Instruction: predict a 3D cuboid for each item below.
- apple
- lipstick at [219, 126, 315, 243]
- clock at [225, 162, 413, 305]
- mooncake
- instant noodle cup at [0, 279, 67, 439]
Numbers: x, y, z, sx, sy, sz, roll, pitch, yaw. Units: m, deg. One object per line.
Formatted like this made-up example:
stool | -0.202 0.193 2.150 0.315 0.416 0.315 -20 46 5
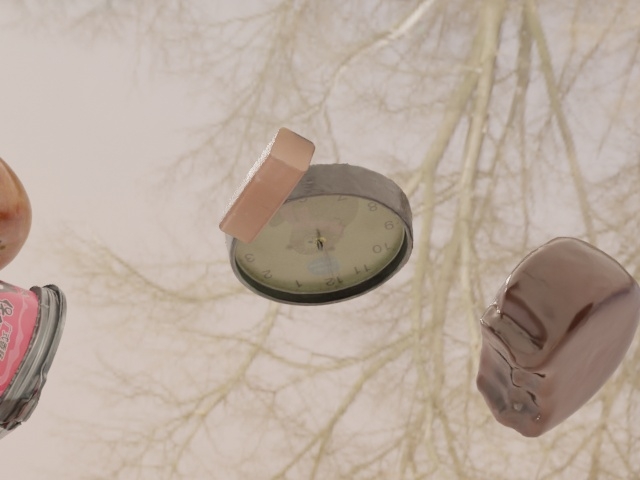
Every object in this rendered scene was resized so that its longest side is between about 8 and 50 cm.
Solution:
apple | -0.598 -0.054 1.632 0.254 0.253 0.253 8 -152 -4
lipstick | -0.057 -0.054 1.052 0.045 0.145 0.045 29 -130 -11
clock | 0.000 0.000 1.478 0.281 0.280 0.055 3 -130 -13
mooncake | 0.380 0.161 1.679 0.174 0.334 0.326 42 -171 32
instant noodle cup | -0.511 0.146 1.453 0.182 0.258 0.302 31 173 -29
